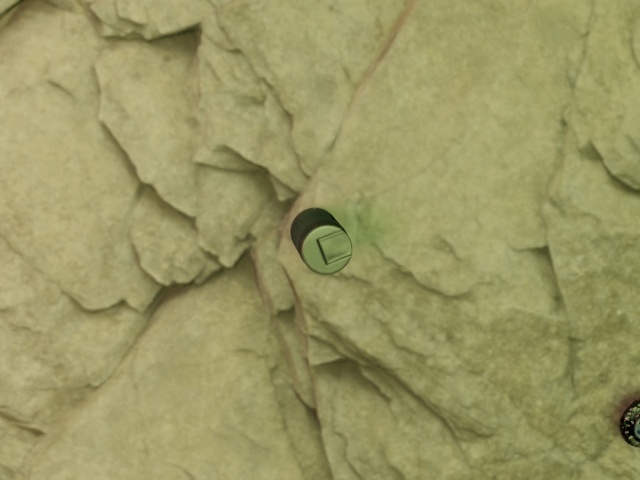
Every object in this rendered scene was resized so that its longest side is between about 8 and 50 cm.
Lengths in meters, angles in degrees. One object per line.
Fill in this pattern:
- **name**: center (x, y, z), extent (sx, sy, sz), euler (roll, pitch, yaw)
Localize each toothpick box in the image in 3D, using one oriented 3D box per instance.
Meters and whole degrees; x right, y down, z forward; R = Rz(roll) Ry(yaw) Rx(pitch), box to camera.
- **toothpick box**: center (0.000, 0.000, 1.911), extent (0.052, 0.083, 0.052), euler (-2, 104, -9)

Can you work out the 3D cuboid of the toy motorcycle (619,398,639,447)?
- **toy motorcycle**: center (0.417, 0.185, 2.033), extent (0.205, 0.076, 0.114), euler (-24, 115, -5)
